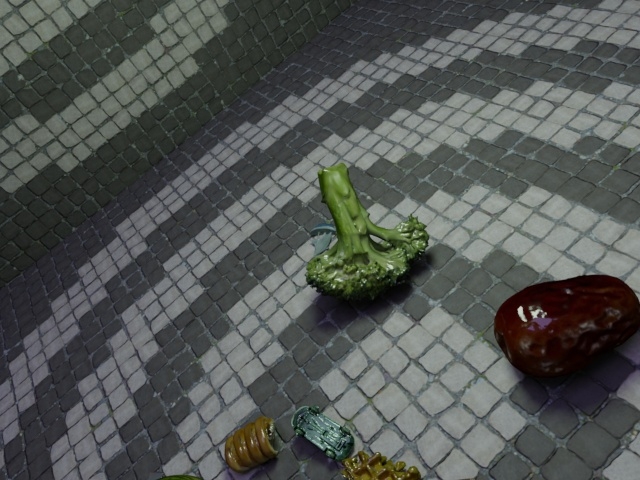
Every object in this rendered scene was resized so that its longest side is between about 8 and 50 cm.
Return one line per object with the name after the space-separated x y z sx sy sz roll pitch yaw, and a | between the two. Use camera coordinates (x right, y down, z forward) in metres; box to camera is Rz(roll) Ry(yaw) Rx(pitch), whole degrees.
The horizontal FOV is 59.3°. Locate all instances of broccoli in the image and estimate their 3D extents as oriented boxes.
0.071 0.002 1.695 0.353 0.397 0.275 -56 21 -17 | broccoli

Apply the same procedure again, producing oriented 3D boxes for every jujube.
0.576 0.195 1.324 0.318 0.223 0.223 -20 43 4 | jujube

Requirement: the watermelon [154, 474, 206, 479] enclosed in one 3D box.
-0.348 0.712 1.356 0.286 0.285 0.285 -18 44 18 | watermelon

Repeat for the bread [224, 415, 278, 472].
-0.189 0.562 1.545 0.177 0.084 0.119 -32 41 8 | bread

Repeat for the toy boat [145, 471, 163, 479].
-0.564 0.803 1.569 0.219 0.071 0.318 -14 42 17 | toy boat

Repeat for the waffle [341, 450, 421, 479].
0.120 0.636 1.289 0.260 0.069 0.292 -1 52 33 | waffle

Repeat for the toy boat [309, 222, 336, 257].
0.010 -0.007 1.987 0.106 0.034 0.149 -24 42 14 | toy boat

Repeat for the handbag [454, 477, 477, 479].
0.311 0.610 1.190 0.151 0.072 0.193 -23 40 12 | handbag

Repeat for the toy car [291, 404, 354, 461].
0.007 0.507 1.488 0.186 0.058 0.093 24 66 31 | toy car
